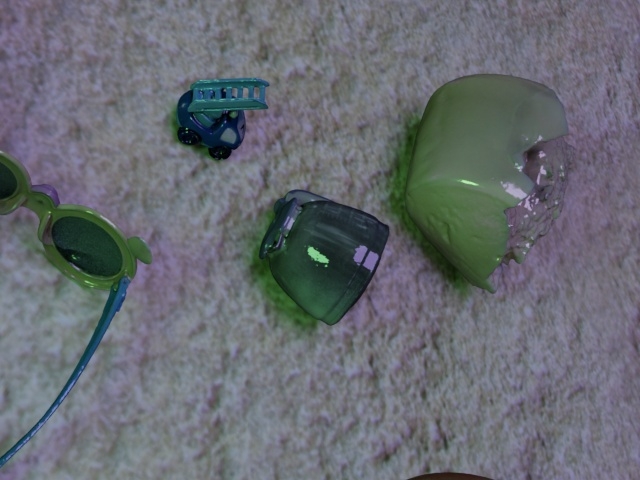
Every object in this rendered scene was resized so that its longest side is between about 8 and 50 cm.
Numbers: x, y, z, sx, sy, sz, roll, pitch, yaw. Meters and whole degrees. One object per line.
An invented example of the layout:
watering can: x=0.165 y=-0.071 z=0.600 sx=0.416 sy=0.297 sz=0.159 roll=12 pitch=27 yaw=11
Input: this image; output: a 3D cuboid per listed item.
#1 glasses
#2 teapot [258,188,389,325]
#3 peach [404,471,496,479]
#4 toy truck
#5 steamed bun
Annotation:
glasses: x=-0.256 y=0.051 z=0.750 sx=0.189 sy=0.088 sz=0.220 roll=35 pitch=68 yaw=-24
teapot: x=0.003 y=-0.003 z=0.965 sx=0.108 sy=0.111 sz=0.149 roll=31 pitch=54 yaw=-7
peach: x=0.111 y=0.313 z=0.766 sx=0.292 sy=0.247 sz=0.292 roll=25 pitch=28 yaw=-14
toy truck: x=-0.089 y=-0.124 z=0.957 sx=0.073 sy=0.090 sz=0.056 roll=23 pitch=54 yaw=-32
steamed bun: x=0.203 y=-0.070 z=1.137 sx=0.200 sy=0.170 sz=0.225 roll=40 pitch=47 yaw=-25
